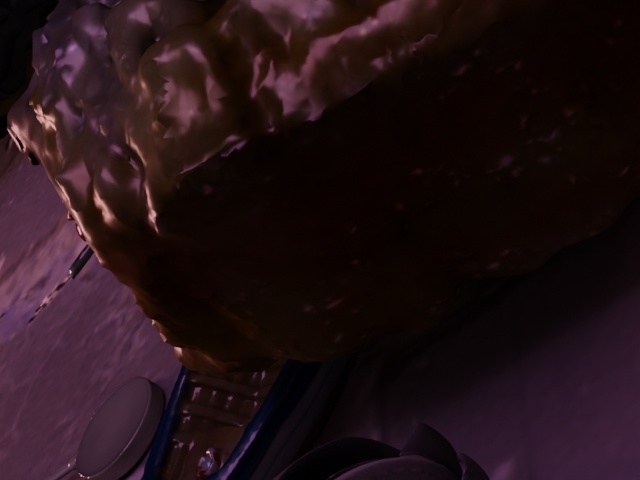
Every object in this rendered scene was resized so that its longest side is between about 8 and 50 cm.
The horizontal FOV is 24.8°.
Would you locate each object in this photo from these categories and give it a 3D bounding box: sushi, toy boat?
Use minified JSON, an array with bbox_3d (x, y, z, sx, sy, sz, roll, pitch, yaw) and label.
[{"bbox_3d":[0.030,-0.079,0.444,0.274,0.139,0.184,-26,47,14],"label":"sushi"},{"bbox_3d":[0.000,0.000,0.535,0.080,0.046,0.229,-14,47,52],"label":"toy boat"}]

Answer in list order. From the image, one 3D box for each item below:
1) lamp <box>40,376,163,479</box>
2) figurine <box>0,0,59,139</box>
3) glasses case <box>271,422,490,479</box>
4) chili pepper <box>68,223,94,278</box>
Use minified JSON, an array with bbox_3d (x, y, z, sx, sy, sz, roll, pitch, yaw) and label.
[{"bbox_3d":[-0.149,0.109,0.641,0.198,0.056,0.050,-35,30,26],"label":"lamp"},{"bbox_3d":[-0.259,-0.207,1.034,0.261,0.186,0.382,-37,36,40],"label":"figurine"},{"bbox_3d":[-0.043,0.186,0.349,0.128,0.083,0.308,-24,40,43],"label":"glasses case"},{"bbox_3d":[-0.082,-0.034,0.708,0.050,0.041,0.153,-13,28,25],"label":"chili pepper"}]
